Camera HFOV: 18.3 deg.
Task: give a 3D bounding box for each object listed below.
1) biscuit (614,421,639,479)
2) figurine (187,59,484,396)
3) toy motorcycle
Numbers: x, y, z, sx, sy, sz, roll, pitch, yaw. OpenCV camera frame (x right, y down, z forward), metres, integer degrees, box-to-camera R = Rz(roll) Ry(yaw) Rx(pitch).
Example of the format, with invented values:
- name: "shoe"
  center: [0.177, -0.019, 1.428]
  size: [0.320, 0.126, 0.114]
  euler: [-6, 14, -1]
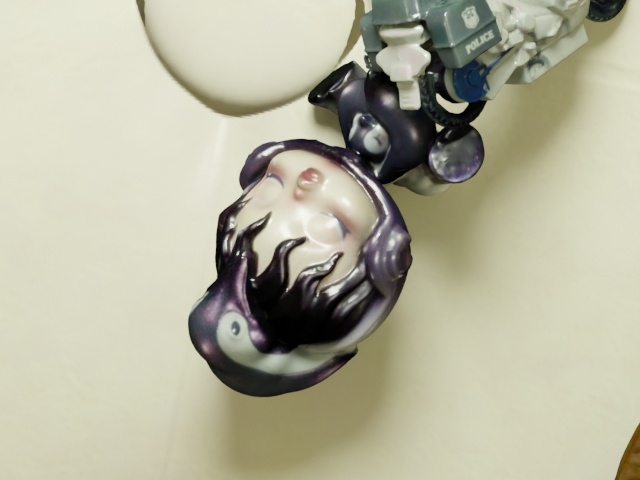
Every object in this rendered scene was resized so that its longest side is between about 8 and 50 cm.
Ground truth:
- name: "biscuit"
  center: [0.326, 0.188, 1.363]
  size: [0.262, 0.037, 0.262]
  euler: [0, 99, -2]
- name: "figurine"
  center: [0.000, 0.000, 1.287]
  size: [0.145, 0.145, 0.222]
  euler: [41, 85, -7]
- name: "toy motorcycle"
  center: [0.113, -0.170, 1.239]
  size: [0.221, 0.102, 0.150]
  euler: [-37, 117, -32]
